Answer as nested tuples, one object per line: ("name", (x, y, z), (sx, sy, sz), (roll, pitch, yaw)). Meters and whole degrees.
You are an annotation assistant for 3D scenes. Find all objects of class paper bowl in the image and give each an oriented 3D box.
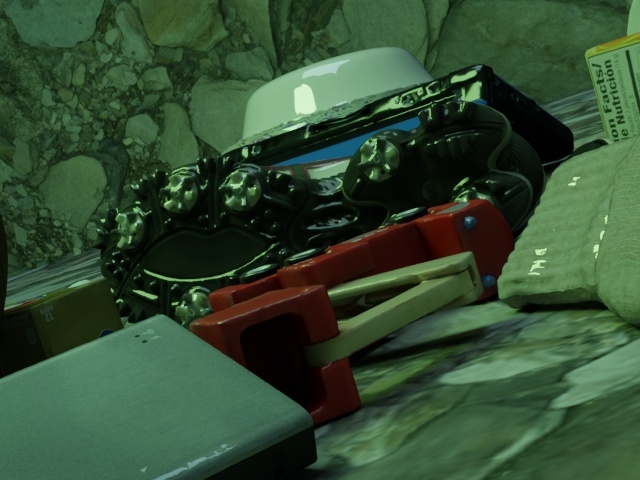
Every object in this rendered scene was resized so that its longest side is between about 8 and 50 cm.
("paper bowl", (0.027, -0.122, 1.376), (0.284, 0.148, 0.284), (-17, 0, 0))

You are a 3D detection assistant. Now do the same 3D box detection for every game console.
("game console", (0.047, -0.023, 1.065), (0.293, 0.173, 0.250), (-15, -25, 35))

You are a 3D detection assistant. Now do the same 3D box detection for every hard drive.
("hard drive", (-0.083, 0.069, 0.369), (0.135, 0.022, 0.094), (-22, 30, -31))

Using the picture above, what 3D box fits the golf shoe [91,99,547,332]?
("golf shoe", (0.000, 0.000, 0.708), (0.273, 0.105, 0.120), (-11, -9, 22))

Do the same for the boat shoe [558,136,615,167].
("boat shoe", (0.131, -0.022, 0.595), (0.042, 0.049, 0.133), (-11, 9, -1))

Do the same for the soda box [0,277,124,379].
("soda box", (-0.199, 0.072, 0.746), (0.181, 0.058, 0.061), (-15, 6, 40))

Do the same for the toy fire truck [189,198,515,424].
("toy fire truck", (0.021, 0.024, 0.512), (0.192, 0.047, 0.135), (-21, 6, -29))

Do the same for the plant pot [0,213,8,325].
("plant pot", (-0.233, 0.022, 0.624), (0.110, 0.237, 0.237), (5, 8, 6))

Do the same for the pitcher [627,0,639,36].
("pitcher", (0.316, -0.128, 0.764), (0.207, 0.125, 0.178), (-8, 19, -6))

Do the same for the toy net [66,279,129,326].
("toy net", (-0.087, 0.037, 0.854), (0.232, 0.045, 0.122), (-23, 27, -12))

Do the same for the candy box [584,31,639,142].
("candy box", (0.274, -0.085, 0.505), (0.183, 0.087, 0.316), (-16, 3, -17))

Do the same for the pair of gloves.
("pair of gloves", (0.154, -0.077, 0.440), (0.240, 0.042, 0.204), (-61, 16, -9))
